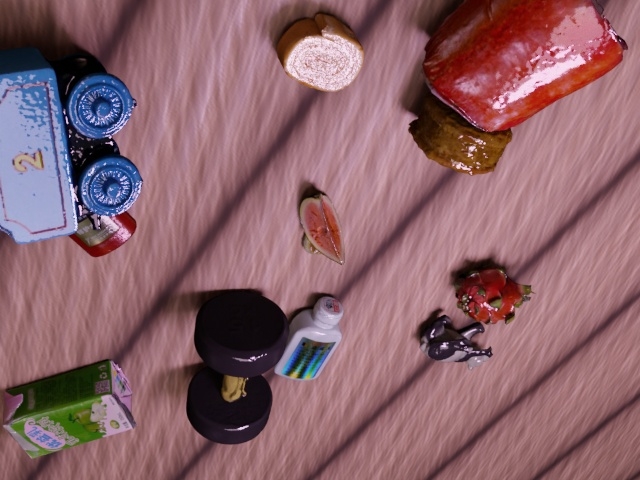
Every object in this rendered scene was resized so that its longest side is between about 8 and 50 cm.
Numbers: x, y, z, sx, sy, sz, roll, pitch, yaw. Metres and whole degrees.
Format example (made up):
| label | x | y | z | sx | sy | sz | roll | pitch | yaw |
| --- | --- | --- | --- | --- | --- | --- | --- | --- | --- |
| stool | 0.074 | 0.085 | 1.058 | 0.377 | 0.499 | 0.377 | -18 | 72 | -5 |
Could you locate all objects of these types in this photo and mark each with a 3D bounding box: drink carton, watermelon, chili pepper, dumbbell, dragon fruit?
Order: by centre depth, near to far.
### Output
| label | x | y | z | sx | sy | sz | roll | pitch | yaw |
| --- | --- | --- | --- | --- | --- | --- | --- | --- | --- |
| chili pepper | 0.358 | -0.347 | 1.574 | 0.251 | 0.229 | 0.305 | 37 | 125 | -27 |
| watermelon | 0.013 | -0.038 | 1.851 | 0.069 | 0.087 | 0.163 | -37 | 122 | -30 |
| dumbbell | -0.193 | 0.290 | 2.012 | 0.203 | 0.204 | 0.323 | -1 | 132 | -16 |
| drink carton | -0.576 | 0.390 | 2.059 | 0.271 | 0.108 | 0.161 | -17 | 135 | -1 |
| dragon fruit | 0.420 | 0.132 | 2.091 | 0.235 | 0.137 | 0.135 | 12 | 92 | -28 |

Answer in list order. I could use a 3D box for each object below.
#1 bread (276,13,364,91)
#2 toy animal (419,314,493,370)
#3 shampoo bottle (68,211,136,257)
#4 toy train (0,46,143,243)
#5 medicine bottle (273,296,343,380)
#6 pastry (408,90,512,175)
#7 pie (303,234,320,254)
| label | x | y | z | sx | sy | sz | roll | pitch | yaw |
| --- | --- | --- | --- | --- | --- | --- | --- | --- | --- |
| bread | 0.002 | -0.333 | 1.570 | 0.149 | 0.073 | 0.122 | 16 | 121 | -32 |
| toy animal | 0.344 | 0.264 | 2.225 | 0.225 | 0.094 | 0.121 | 17 | 136 | -41 |
| shampoo bottle | -0.476 | -0.091 | 1.650 | 0.118 | 0.076 | 0.314 | -26 | 134 | 13 |
| toy train | -0.445 | -0.156 | 1.469 | 0.264 | 0.188 | 0.301 | -14 | 121 | -24 |
| medicine bottle | -0.020 | 0.230 | 2.088 | 0.121 | 0.083 | 0.229 | 12 | 130 | -23 |
| pastry | 0.266 | -0.208 | 1.686 | 0.188 | 0.189 | 0.103 | 8 | 126 | -23 |
| pie | 0.002 | -0.001 | 1.918 | 0.084 | 0.021 | 0.084 | -8 | 135 | -9 |
